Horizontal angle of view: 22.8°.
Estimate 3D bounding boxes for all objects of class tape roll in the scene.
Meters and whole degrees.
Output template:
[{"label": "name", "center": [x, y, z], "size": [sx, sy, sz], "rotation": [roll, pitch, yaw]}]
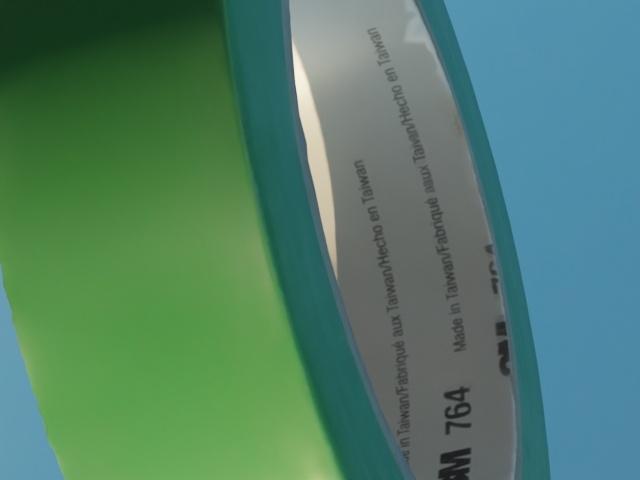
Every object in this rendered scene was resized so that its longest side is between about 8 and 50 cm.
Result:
[{"label": "tape roll", "center": [0.000, 0.000, 0.546], "size": [0.077, 0.321, 0.321], "rotation": [-14, -126, 16]}]
